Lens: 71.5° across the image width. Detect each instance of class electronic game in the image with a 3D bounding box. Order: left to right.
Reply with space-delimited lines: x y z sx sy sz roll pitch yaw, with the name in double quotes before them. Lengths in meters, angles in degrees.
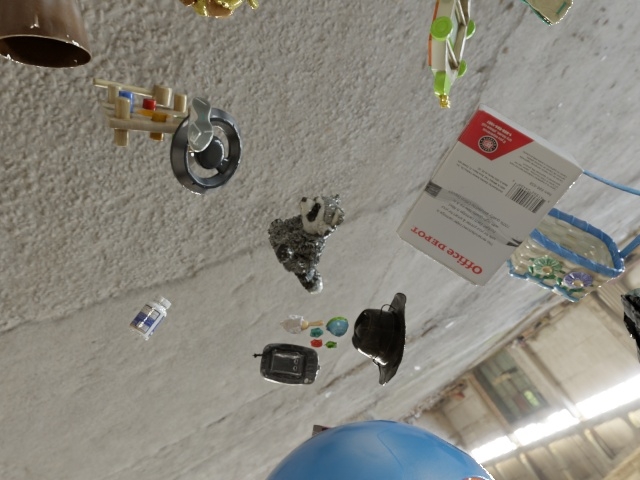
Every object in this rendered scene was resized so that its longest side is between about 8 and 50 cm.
"electronic game" -0.293 -0.232 1.168 0.229 0.048 0.229 -32 133 -42

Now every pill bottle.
"pill bottle" -0.486 0.218 1.273 0.120 0.067 0.067 -57 163 -25

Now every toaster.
"toaster" -0.118 0.415 1.507 0.227 0.128 0.146 8 166 -6

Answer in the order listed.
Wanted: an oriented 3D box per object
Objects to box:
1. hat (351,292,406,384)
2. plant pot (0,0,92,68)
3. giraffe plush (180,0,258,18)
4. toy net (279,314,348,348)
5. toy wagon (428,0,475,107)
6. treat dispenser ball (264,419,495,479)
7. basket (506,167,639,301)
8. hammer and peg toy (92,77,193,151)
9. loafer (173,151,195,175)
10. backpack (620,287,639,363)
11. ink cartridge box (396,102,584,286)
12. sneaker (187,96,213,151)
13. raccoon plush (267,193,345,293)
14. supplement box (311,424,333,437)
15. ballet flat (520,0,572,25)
"hat" 0.175 0.308 1.443 0.134 0.330 0.331 11 143 -3
"plant pot" -0.698 -0.581 1.105 0.216 0.230 0.215 -4 -177 0
"giraffe plush" -0.228 -0.587 1.023 0.182 0.170 0.210 -17 152 -27
"toy net" -0.028 0.269 1.359 0.233 0.045 0.122 19 127 -26
"toy wagon" 0.351 -0.537 1.210 0.267 0.068 0.343 7 95 -64
"treat dispenser ball" 0.058 0.323 0.417 0.289 0.288 0.288 -26 153 -15
"basket" 0.587 -0.014 1.019 0.201 0.255 0.288 -57 168 -57
"hammer and peg toy" -0.503 -0.367 1.289 0.266 0.361 0.127 -2 118 -31
"loafer" -0.499 -0.308 1.648 0.079 0.219 0.080 7 134 -20
"backpack" 0.460 0.117 0.548 0.115 0.151 0.182 -16 -173 14
"ink cartridge box" 0.298 -0.080 0.825 0.272 0.197 0.114 -60 174 29
"sneaker" -0.275 -0.255 1.015 0.054 0.152 0.061 9 146 -22
"raccoon plush" 0.000 0.000 1.721 0.300 0.216 0.446 -26 145 8
"supplement box" 0.025 0.556 1.081 0.104 0.188 0.081 15 158 -12
"ballet flat" 0.568 -0.636 1.152 0.087 0.248 0.086 -5 136 -5
